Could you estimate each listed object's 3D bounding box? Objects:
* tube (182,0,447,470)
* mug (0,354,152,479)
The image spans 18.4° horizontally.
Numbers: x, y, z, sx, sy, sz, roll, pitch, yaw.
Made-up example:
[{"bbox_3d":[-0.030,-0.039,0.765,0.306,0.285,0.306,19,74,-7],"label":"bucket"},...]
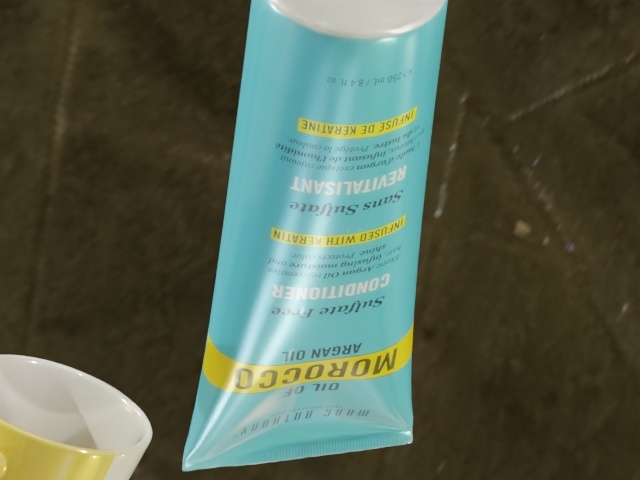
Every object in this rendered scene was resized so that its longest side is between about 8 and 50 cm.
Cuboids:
[{"bbox_3d":[0.000,0.000,0.605,0.080,0.052,0.207,-2,136,-8],"label":"tube"},{"bbox_3d":[-0.099,0.077,0.618,0.062,0.078,0.064,41,115,48],"label":"mug"}]
